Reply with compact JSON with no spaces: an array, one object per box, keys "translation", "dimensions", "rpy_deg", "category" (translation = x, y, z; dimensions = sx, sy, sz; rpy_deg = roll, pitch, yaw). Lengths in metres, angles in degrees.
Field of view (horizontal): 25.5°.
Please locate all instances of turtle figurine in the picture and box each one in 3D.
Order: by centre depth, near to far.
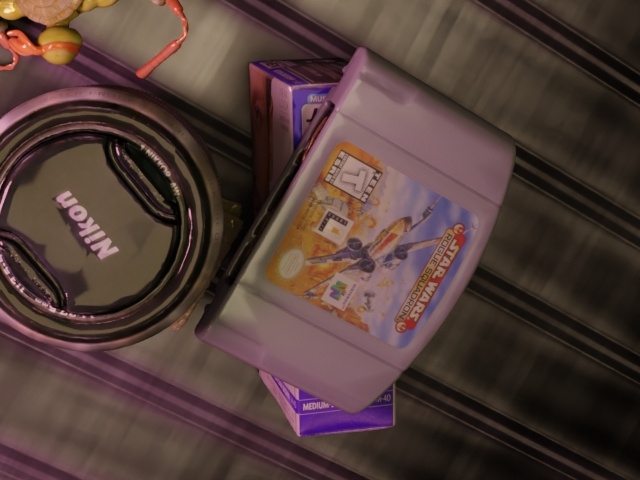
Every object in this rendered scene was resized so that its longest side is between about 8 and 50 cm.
[{"translation":[-0.252,-0.250,1.281],"dimensions":[0.269,0.087,0.217],"rpy_deg":[-5,87,24],"category":"turtle figurine"}]

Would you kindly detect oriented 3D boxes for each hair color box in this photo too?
[{"translation":[0.000,0.000,1.387],"dimensions":[0.110,0.185,0.339],"rpy_deg":[-3,104,-14],"category":"hair color box"}]

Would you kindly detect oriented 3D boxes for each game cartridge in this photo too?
[{"translation":[0.043,0.001,1.274],"dimensions":[0.198,0.062,0.297],"rpy_deg":[28,95,-15],"category":"game cartridge"}]

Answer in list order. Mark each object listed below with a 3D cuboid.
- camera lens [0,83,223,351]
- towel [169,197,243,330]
[{"translation":[-0.197,-0.028,1.261],"dimensions":[0.219,0.274,0.219],"rpy_deg":[-1,97,-5],"category":"camera lens"},{"translation":[-0.152,0.010,1.434],"dimensions":[0.110,0.027,0.148],"rpy_deg":[26,95,-20],"category":"towel"}]
